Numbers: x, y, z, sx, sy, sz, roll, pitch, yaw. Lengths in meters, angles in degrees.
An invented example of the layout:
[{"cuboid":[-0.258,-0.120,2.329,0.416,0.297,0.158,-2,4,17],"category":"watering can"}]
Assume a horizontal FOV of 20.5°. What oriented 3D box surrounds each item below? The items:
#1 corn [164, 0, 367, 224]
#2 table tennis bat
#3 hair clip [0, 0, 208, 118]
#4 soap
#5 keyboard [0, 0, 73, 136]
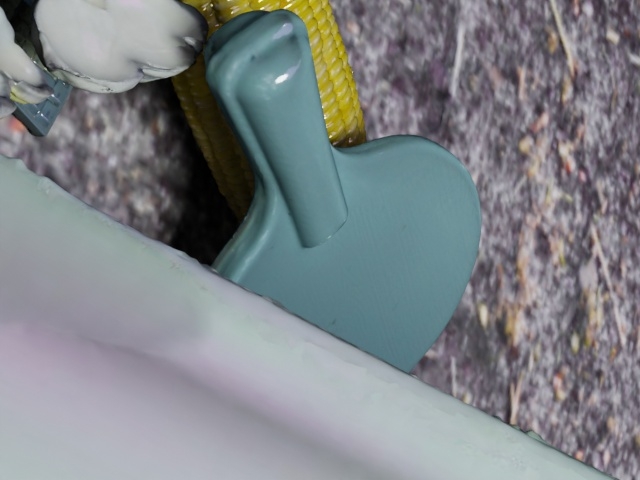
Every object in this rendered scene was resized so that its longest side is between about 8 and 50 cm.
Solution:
[{"cuboid":[-0.023,-0.070,0.723,0.085,0.063,0.165,-71,149,-44],"category":"corn"},{"cuboid":[0.000,0.000,0.711,0.153,0.040,0.244,-38,144,-14],"category":"table tennis bat"},{"cuboid":[-0.111,-0.096,0.589,0.116,0.049,0.172,60,28,5],"category":"hair clip"},{"cuboid":[-0.014,0.080,0.563,0.115,0.347,0.208,-63,175,-4],"category":"soap"},{"cuboid":[-0.086,-0.126,0.687,0.055,0.014,0.176,52,52,-43],"category":"keyboard"}]
